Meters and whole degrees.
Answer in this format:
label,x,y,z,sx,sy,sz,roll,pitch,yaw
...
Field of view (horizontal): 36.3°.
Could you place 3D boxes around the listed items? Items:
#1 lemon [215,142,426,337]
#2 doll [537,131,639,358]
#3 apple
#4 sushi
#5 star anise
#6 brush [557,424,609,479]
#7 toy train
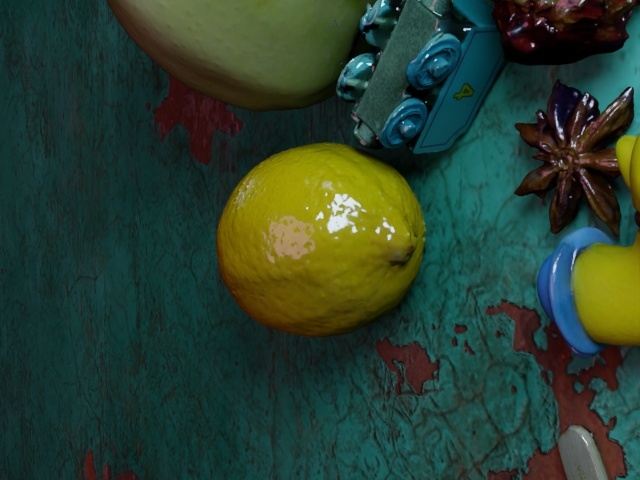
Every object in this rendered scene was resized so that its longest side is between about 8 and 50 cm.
label,x,y,z,sx,sy,sz,roll,pitch,yaw
lemon,-0.003,0.000,1.144,0.263,0.236,0.236,-29,70,27
doll,0.305,-0.004,0.807,0.199,0.145,0.363,57,142,25
apple,-0.069,-0.323,1.101,0.357,0.357,0.357,9,102,52
sushi,0.215,-0.241,0.882,0.172,0.153,0.150,-133,37,-52
star anise,0.249,-0.079,0.937,0.168,0.057,0.168,9,101,54
brush,0.299,0.345,0.953,0.085,0.020,0.337,-36,66,49
toy train,0.111,-0.181,1.029,0.107,0.154,0.198,52,133,31
